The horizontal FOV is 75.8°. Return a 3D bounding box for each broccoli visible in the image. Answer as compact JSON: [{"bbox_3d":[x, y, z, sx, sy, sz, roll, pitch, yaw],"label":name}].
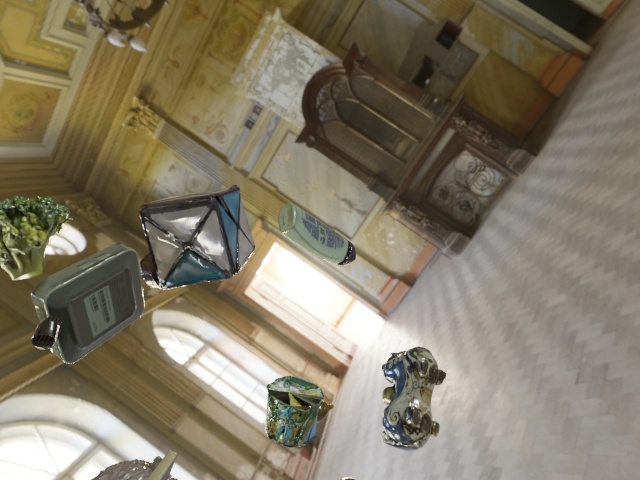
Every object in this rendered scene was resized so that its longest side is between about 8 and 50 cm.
[{"bbox_3d":[-0.969,-0.032,1.300,0.333,0.272,0.324,-20,-20,-36],"label":"broccoli"}]

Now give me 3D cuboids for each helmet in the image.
[{"bbox_3d":[-0.715,0.109,2.012,0.306,0.177,0.225,-57,-43,-26],"label":"helmet"}]

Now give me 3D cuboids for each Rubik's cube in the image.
[{"bbox_3d":[-0.441,-0.025,1.536,0.305,0.309,0.308,-80,-20,-77],"label":"Rubik's cube"}]

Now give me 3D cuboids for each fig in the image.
[{"bbox_3d":[-0.004,0.852,2.060,0.103,0.154,0.110,110,155,-57],"label":"fig"}]

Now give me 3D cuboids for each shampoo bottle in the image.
[{"bbox_3d":[0.000,0.000,1.456,0.078,0.359,0.134,-27,52,29],"label":"shampoo bottle"}]

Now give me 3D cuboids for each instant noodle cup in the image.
[{"bbox_3d":[-0.112,0.666,1.598,0.240,0.239,0.179,-35,-44,-79],"label":"instant noodle cup"}]

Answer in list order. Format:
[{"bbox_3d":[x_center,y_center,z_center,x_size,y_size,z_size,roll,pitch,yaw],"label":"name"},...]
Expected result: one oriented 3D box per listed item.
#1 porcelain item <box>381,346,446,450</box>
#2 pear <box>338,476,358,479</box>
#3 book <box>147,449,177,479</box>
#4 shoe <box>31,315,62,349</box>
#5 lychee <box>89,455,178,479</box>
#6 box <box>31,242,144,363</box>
[{"bbox_3d":[0.243,0.445,1.184,0.186,0.138,0.288,-18,45,46],"label":"porcelain item"},{"bbox_3d":[0.068,0.827,1.262,0.180,0.166,0.216,-37,-12,-31],"label":"pear"},{"bbox_3d":[-0.383,0.593,0.838,0.191,0.025,0.270,-56,-9,-70],"label":"book"},{"bbox_3d":[-0.803,0.255,1.212,0.159,0.062,0.053,-132,56,-62],"label":"shoe"},{"bbox_3d":[-0.680,0.969,1.434,0.433,0.380,0.380,-58,-2,-23],"label":"lychee"},{"bbox_3d":[-0.909,0.249,1.668,0.396,0.111,0.397,-41,-31,-47],"label":"box"}]
